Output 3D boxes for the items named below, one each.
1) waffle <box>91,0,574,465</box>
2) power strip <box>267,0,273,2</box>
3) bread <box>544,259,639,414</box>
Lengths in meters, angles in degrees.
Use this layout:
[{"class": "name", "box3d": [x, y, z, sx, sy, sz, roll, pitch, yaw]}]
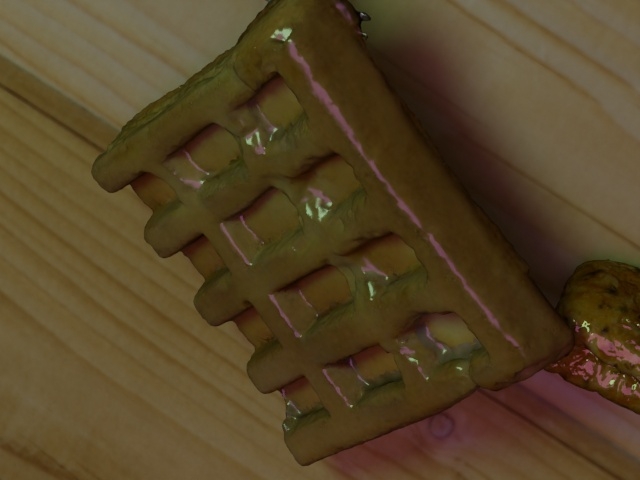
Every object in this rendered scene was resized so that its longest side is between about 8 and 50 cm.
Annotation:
[{"class": "waffle", "box3d": [0.001, 0.000, 1.408, 0.348, 0.077, 0.304, 54, 138, -6]}, {"class": "power strip", "box3d": [-0.161, -0.286, 1.419, 0.367, 0.106, 0.043, 27, 114, 9]}, {"class": "bread", "box3d": [0.279, 0.092, 1.386, 0.211, 0.114, 0.083, 23, 129, 11]}]
